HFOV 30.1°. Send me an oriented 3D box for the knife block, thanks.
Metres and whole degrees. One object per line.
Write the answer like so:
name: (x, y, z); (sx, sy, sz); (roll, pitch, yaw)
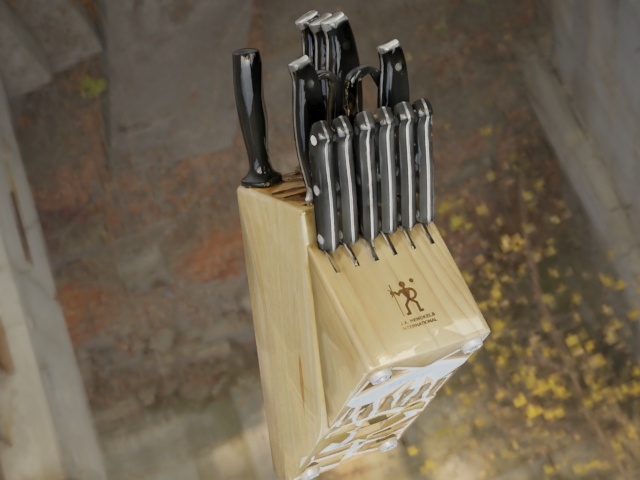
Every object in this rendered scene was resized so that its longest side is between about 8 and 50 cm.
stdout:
knife block: (0.000, 0.000, 0.784); (0.088, 0.242, 0.276); (-14, 154, -25)
